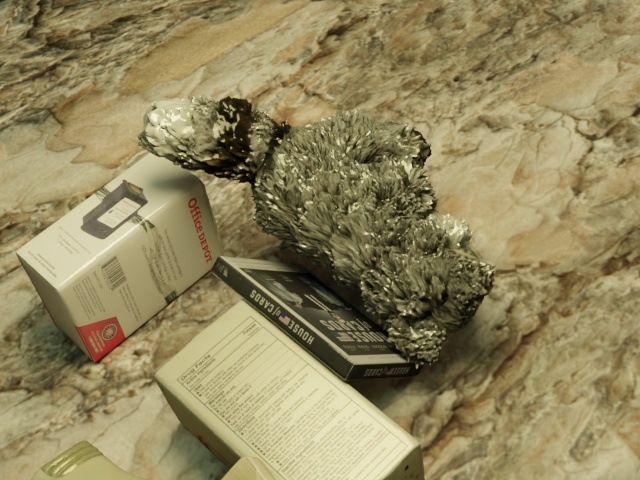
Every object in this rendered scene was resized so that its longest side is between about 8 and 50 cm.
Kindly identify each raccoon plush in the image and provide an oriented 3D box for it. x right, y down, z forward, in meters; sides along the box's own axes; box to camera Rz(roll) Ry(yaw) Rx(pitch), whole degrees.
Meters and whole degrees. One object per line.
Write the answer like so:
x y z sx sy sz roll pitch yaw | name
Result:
0.000 0.000 1.252 0.446 0.216 0.299 3 38 -22 | raccoon plush

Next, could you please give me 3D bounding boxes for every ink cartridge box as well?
-0.259 0.019 1.356 0.237 0.172 0.100 -40 57 -23 | ink cartridge box

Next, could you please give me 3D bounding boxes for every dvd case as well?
-0.002 0.096 1.275 0.238 0.179 0.030 36 105 30 | dvd case

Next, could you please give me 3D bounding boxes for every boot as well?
-0.285 0.341 1.164 0.165 0.077 0.213 25 53 24 | boot

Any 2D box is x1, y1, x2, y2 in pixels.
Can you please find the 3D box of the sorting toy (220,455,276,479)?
-0.098 0.393 1.012 0.255 0.089 0.257 -49 57 8 | sorting toy

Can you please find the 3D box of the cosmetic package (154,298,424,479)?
-0.036 0.224 1.190 0.153 0.129 0.296 -40 58 -20 | cosmetic package
